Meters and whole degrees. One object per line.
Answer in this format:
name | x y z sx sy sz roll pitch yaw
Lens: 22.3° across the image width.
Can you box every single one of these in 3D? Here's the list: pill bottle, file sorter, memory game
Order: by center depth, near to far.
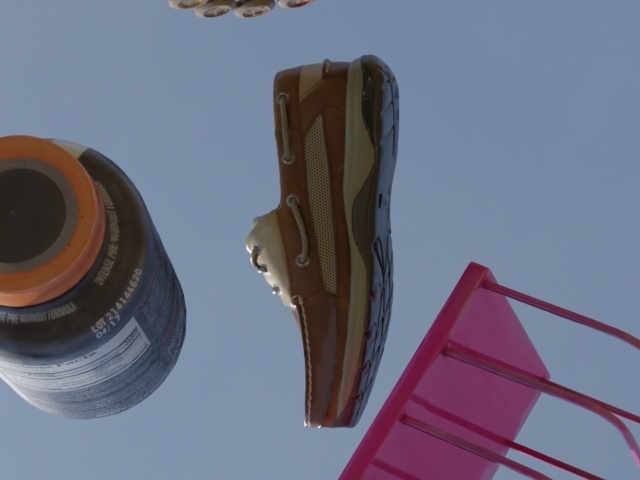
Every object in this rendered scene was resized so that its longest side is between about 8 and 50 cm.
pill bottle | -0.154 0.020 0.944 0.130 0.245 0.130 0 -107 1
file sorter | 0.154 0.210 1.324 0.182 0.202 0.290 21 -111 35
memory game | -0.038 -0.220 1.326 0.186 0.186 0.012 -7 -104 -29

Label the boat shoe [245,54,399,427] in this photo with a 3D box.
boat shoe | 0.000 0.000 1.415 0.120 0.122 0.324 3 -94 11
